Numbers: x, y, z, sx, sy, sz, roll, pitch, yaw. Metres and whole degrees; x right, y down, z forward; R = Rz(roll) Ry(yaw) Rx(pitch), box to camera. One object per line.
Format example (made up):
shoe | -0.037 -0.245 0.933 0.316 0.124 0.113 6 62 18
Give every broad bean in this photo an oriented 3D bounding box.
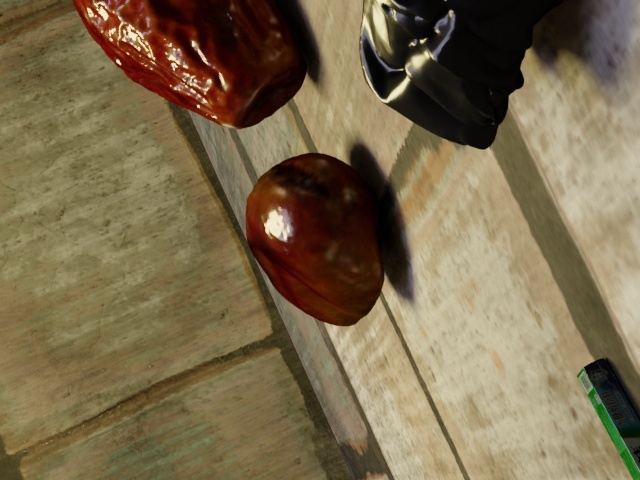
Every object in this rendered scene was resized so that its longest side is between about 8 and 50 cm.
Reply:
broad bean | 0.004 -0.001 1.274 0.156 0.122 0.228 34 164 25

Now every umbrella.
umbrella | 0.064 -0.131 0.578 0.272 0.110 0.122 76 168 -71

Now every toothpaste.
toothpaste | 0.182 0.112 0.777 0.020 0.017 0.083 94 151 -68

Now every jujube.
jujube | -0.138 -0.243 1.285 0.290 0.197 0.197 49 169 11
